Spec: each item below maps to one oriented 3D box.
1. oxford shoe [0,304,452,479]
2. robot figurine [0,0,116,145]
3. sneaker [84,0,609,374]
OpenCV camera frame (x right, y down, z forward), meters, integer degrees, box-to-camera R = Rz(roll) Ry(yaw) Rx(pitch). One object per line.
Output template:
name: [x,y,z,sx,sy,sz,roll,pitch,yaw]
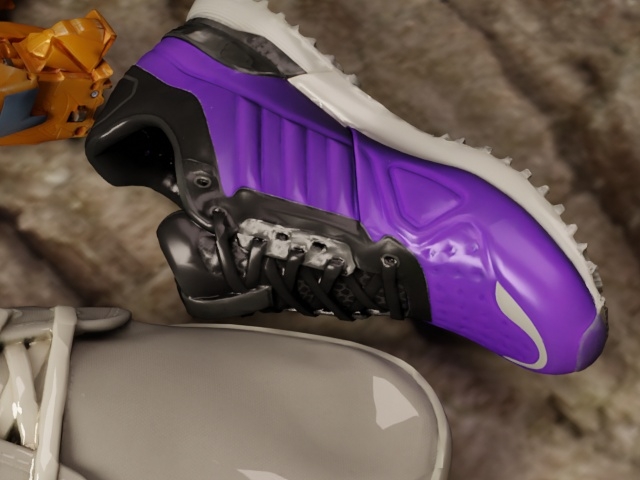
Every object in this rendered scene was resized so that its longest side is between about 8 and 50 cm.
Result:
oxford shoe: [-0.161,0.091,0.893,0.449,0.130,0.169,2,53,-4]
robot figurine: [-0.259,-0.113,0.991,0.291,0.085,0.211,-4,45,-40]
sneaker: [0.000,0.000,0.990,0.293,0.102,0.146,36,62,26]
